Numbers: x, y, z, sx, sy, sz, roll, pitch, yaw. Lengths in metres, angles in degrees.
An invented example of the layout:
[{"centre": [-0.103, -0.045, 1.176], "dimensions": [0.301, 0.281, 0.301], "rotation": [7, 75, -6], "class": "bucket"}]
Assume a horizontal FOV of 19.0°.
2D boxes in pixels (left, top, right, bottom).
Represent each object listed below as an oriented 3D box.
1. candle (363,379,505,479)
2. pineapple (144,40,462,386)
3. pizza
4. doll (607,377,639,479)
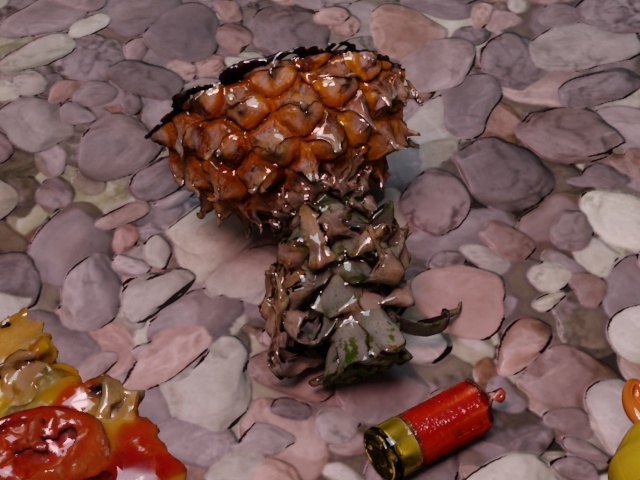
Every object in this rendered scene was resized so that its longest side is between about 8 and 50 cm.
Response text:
[{"centre": [0.102, 0.155, 1.620], "dimensions": [0.131, 0.052, 0.052], "rotation": [-26, 49, -21], "class": "candle"}, {"centre": [0.000, 0.000, 1.702], "dimensions": [0.263, 0.262, 0.271], "rotation": [-14, 69, -9], "class": "pineapple"}, {"centre": [-0.194, 0.228, 1.520], "dimensions": [0.406, 0.130, 0.440], "rotation": [7, 46, 15], "class": "pizza"}, {"centre": [0.273, 0.208, 1.517], "dimensions": [0.143, 0.135, 0.221], "rotation": [38, 46, -4], "class": "doll"}]
